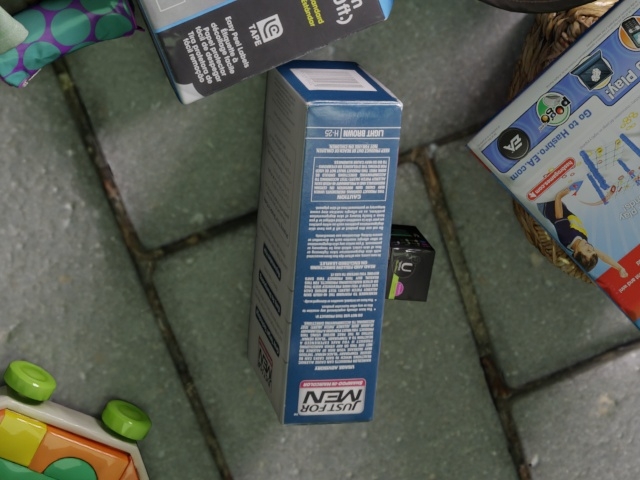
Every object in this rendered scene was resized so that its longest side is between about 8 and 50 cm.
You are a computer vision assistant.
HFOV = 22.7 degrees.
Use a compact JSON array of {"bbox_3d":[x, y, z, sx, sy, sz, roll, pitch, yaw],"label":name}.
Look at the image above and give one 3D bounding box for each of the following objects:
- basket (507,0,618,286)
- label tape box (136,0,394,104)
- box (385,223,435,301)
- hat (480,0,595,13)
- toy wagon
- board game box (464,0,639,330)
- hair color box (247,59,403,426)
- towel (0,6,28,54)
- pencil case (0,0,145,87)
[{"bbox_3d":[0.320,-0.099,1.675,0.213,0.223,0.299,-4,112,-12],"label":"basket"},{"bbox_3d":[-0.035,-0.315,1.572,0.333,0.106,0.241,-24,114,-4],"label":"label tape box"},{"bbox_3d":[0.087,0.023,1.740,0.052,0.083,0.062,4,109,-15],"label":"box"},{"bbox_3d":[0.277,-0.342,1.567,0.331,0.331,0.134,-49,141,7],"label":"hat"},{"bbox_3d":[-0.286,0.295,1.762,0.344,0.068,0.267,25,103,-20],"label":"toy wagon"},{"bbox_3d":[0.358,-0.091,1.563,0.302,0.086,0.308,47,118,-1],"label":"board game box"},{"bbox_3d":[0.000,0.000,1.662,0.105,0.174,0.347,0,111,-15],"label":"hair color box"},{"bbox_3d":[-0.456,-0.217,1.426,0.247,0.038,0.325,-22,148,16],"label":"towel"},{"bbox_3d":[-0.257,-0.208,1.581,0.151,0.064,0.070,-25,112,-4],"label":"pencil case"}]
